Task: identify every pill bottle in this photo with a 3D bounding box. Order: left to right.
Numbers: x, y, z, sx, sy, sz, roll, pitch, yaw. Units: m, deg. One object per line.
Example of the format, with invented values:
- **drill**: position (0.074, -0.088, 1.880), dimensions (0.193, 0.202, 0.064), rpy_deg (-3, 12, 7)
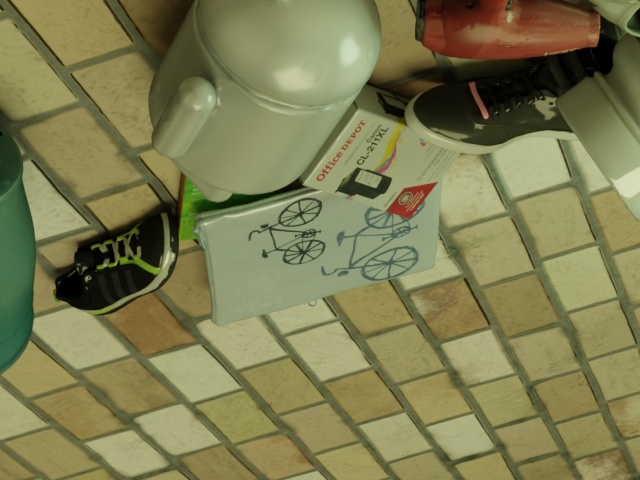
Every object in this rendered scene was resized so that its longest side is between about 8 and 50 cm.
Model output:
- **pill bottle**: position (0.459, -0.190, 2.105), dimensions (0.361, 0.204, 0.204), rpy_deg (-35, 147, 9)

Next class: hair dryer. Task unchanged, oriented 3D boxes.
- **hair dryer**: position (0.168, -0.229, 1.867), dimensions (0.293, 0.080, 0.223), rpy_deg (8, 176, -41)

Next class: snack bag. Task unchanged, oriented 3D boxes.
- **snack bag**: position (0.000, 0.000, 2.506), dimensions (0.342, 0.037, 0.323), rpy_deg (-16, 153, -7)

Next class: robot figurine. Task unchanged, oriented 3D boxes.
- **robot figurine**: position (-0.061, -0.185, 2.011), dimensions (0.300, 0.200, 0.353), rpy_deg (-41, 173, -39)

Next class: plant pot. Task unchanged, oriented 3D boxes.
- **plant pot**: position (-0.447, -0.006, 2.155), dimensions (0.271, 0.272, 0.255), rpy_deg (0, 135, -20)

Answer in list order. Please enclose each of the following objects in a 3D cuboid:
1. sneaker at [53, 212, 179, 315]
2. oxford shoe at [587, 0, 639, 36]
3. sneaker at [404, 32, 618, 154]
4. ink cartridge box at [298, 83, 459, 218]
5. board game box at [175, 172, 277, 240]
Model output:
- **sneaker**: position (-0.273, 0.036, 2.455), dimensions (0.097, 0.084, 0.234), rpy_deg (13, 143, -35)
- **oxford shoe**: position (0.300, -0.304, 1.881), dimensions (0.169, 0.130, 0.449), rpy_deg (-42, 161, 12)
- **sneaker**: position (0.248, -0.186, 2.236), dimensions (0.295, 0.105, 0.147), rpy_deg (-5, 149, -24)
- **ink cartridge box**: position (0.065, -0.112, 2.281), dimensions (0.175, 0.072, 0.127), rpy_deg (16, 123, -36)
- **board game box**: position (-0.113, -0.081, 2.353), dimensions (0.124, 0.039, 0.259), rpy_deg (-7, 154, -12)
